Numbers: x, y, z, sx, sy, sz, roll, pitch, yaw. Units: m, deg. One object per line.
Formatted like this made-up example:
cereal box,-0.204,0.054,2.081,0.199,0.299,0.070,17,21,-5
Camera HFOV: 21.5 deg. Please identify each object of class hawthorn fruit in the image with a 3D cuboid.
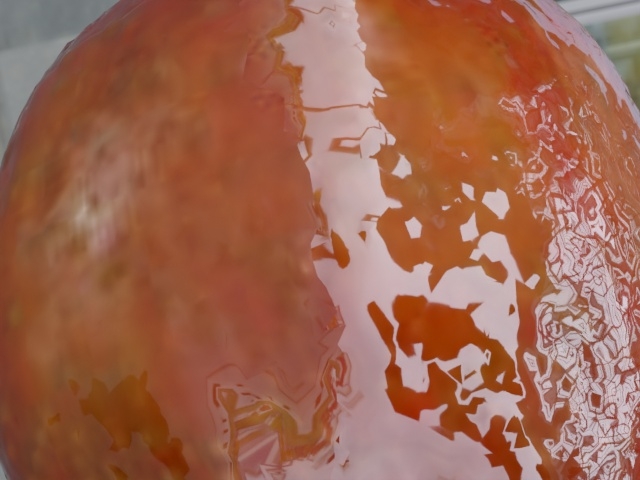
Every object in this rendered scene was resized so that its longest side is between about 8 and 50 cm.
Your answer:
hawthorn fruit,0.000,0.000,0.489,0.205,0.205,0.253,34,42,-75
